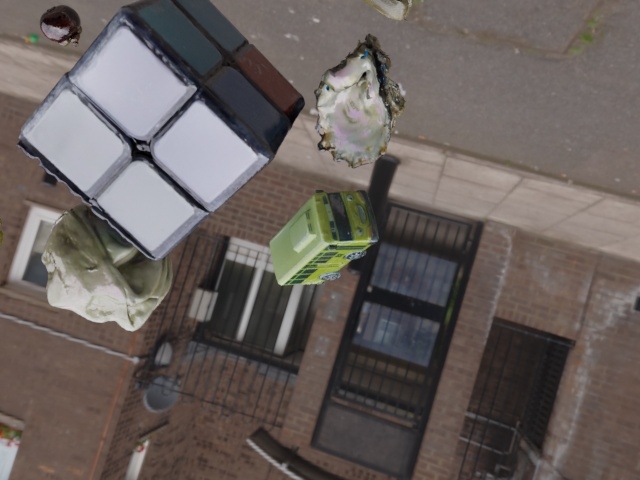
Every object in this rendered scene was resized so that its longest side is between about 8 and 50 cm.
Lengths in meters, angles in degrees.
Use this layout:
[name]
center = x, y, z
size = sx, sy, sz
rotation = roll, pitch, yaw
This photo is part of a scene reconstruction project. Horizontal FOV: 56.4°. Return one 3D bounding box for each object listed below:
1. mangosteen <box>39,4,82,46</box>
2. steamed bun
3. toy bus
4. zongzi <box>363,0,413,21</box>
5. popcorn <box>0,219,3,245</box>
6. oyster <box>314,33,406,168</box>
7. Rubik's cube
[mangosteen]
center = -0.849, -0.703, 1.972
size = 0.140, 0.140, 0.140
rotation = 17, 178, 1
[steamed bun]
center = -0.459, 0.030, 1.334
size = 0.280, 0.207, 0.268
rotation = 24, -143, -24
[toy bus]
center = 0.000, 0.000, 0.855
size = 0.101, 0.088, 0.175
rotation = -1, 157, -28
[zongzi]
center = 0.138, -0.668, 1.592
size = 0.197, 0.099, 0.194
rotation = -24, -112, -39
[popcorn]
center = -0.656, -0.018, 1.054
size = 0.212, 0.198, 0.198
rotation = 34, -172, 33
[oyster]
center = 0.067, -0.268, 1.168
size = 0.198, 0.259, 0.092
rotation = 25, -136, 30
[Rubik's cube]
center = -0.258, -0.214, 1.050
size = 0.316, 0.313, 0.318
rotation = 44, -154, -16
